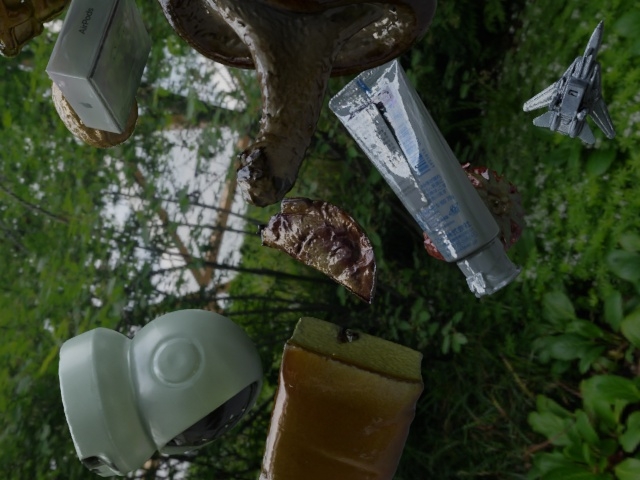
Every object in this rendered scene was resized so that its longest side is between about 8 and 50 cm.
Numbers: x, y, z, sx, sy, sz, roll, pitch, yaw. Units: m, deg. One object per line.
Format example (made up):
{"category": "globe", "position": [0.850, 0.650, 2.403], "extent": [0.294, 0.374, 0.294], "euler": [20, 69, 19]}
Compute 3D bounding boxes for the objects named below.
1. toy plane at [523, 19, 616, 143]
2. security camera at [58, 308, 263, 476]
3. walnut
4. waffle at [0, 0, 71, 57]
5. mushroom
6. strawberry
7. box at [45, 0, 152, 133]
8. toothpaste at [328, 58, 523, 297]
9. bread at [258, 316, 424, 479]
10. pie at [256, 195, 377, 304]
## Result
{"category": "toy plane", "position": [0.558, -0.337, 1.375], "extent": [0.088, 0.212, 0.267], "euler": [-50, -26, -32]}
{"category": "security camera", "position": [-0.193, 0.183, 0.832], "extent": [0.194, 0.236, 0.194], "euler": [165, 90, -81]}
{"category": "walnut", "position": [-0.478, -0.295, 1.370], "extent": [0.197, 0.165, 0.165], "euler": [67, -154, -50]}
{"category": "waffle", "position": [-0.412, -0.337, 0.678], "extent": [0.302, 0.325, 0.068], "euler": [-53, 52, 9]}
{"category": "mushroom", "position": [-0.015, -0.125, 0.503], "extent": [0.148, 0.227, 0.217], "euler": [95, 173, -70]}
{"category": "strawberry", "position": [0.300, -0.039, 1.363], "extent": [0.244, 0.205, 0.205], "euler": [-32, 42, 59]}
{"category": "box", "position": [-0.245, -0.211, 0.729], "extent": [0.129, 0.051, 0.130], "euler": [94, -172, -74]}
{"category": "toothpaste", "position": [0.129, -0.071, 0.761], "extent": [0.114, 0.299, 0.073], "euler": [-33, 3, 45]}
{"category": "bread", "position": [0.003, 0.259, 0.705], "extent": [0.077, 0.138, 0.361], "euler": [-66, -10, -62]}
{"category": "pie", "position": [0.000, 0.000, 0.750], "extent": [0.034, 0.170, 0.092], "euler": [-15, -54, -63]}
